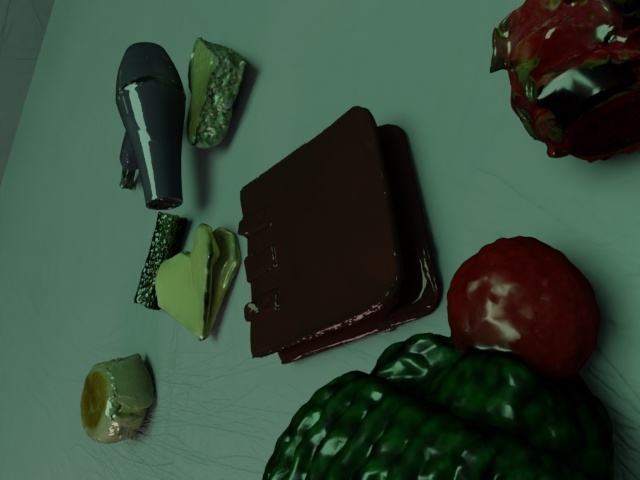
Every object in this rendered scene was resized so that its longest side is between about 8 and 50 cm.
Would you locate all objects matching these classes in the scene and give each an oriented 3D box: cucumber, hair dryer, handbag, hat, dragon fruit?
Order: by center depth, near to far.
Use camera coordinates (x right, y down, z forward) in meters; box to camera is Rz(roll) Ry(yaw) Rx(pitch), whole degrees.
[{"bbox_3d":[0.220,-0.162,0.449,0.166,0.160,0.171,90,174,-65],"label":"dragon fruit"},{"bbox_3d":[0.122,0.155,0.463,0.274,0.242,0.332,18,70,27],"label":"hat"},{"bbox_3d":[0.001,0.000,0.701,0.276,0.084,0.259,-31,60,40],"label":"handbag"},{"bbox_3d":[-0.294,0.039,1.042,0.058,0.058,0.186,28,103,48],"label":"cucumber"},{"bbox_3d":[-0.343,-0.166,1.095,0.361,0.121,0.300,-35,62,59],"label":"hair dryer"}]

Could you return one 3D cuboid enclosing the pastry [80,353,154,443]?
[{"bbox_3d":[-0.379,0.295,1.046,0.166,0.088,0.165,-10,75,43],"label":"pastry"}]

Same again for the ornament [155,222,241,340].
[{"bbox_3d":[-0.206,0.082,0.934,0.201,0.059,0.180,-36,56,40],"label":"ornament"}]

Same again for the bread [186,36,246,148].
[{"bbox_3d":[-0.183,-0.274,0.977,0.172,0.064,0.231,-35,53,52],"label":"bread"}]
